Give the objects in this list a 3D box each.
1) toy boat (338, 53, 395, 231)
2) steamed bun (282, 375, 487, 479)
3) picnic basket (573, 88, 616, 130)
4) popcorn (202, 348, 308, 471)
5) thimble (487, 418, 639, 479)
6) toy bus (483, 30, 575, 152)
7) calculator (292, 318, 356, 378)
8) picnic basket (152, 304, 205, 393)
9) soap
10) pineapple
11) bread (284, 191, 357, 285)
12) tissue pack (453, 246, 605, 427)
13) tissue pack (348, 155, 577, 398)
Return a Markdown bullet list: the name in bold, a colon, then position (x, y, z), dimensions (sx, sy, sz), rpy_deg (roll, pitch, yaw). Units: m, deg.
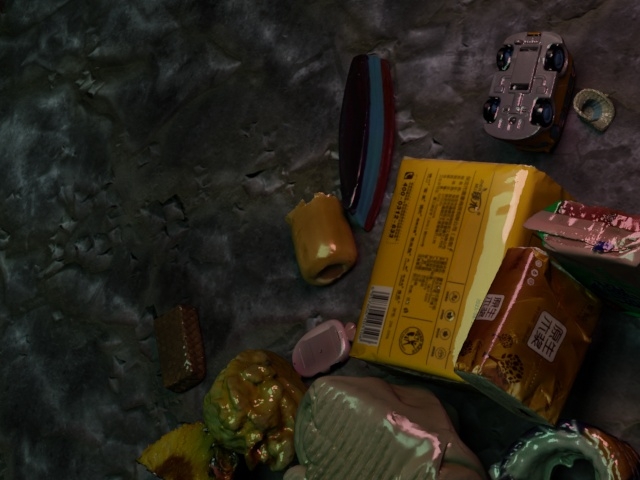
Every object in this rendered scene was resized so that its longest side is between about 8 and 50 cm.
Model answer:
- **toy boat**: position (0.088, -0.212, 2.028), dimensions (0.136, 0.079, 0.392), rpy_deg (-12, 63, 35)
- **steamed bun**: position (0.120, 0.392, 1.635), dimensions (0.367, 0.255, 0.342), rpy_deg (42, 117, 28)
- **picnic basket**: position (0.492, -0.236, 1.726), dimensions (0.065, 0.083, 0.083), rpy_deg (-50, 5, -8)
- **popcorn**: position (-0.116, 0.334, 1.857), dimensions (0.192, 0.233, 0.266), rpy_deg (-45, 33, 26)
- **thimble**: position (0.389, 0.394, 1.507), dimensions (0.237, 0.150, 0.237), rpy_deg (-15, 65, 34)
- **toy bus**: position (0.391, -0.264, 1.772), dimensions (0.126, 0.136, 0.209), rpy_deg (8, 78, 39)
- **calculator**: position (0.009, 0.216, 1.943), dimensions (0.166, 0.024, 0.103), rpy_deg (-34, 55, 23)
- **picnic basket**: position (-0.319, 0.239, 2.163), dimensions (0.110, 0.055, 0.193), rpy_deg (-30, 55, 24)
- **soap**: position (0.468, 0.033, 1.507), dimensions (0.218, 0.273, 0.098), rpy_deg (20, 79, 41)
- **pineapple**: position (-0.218, 0.459, 1.942), dimensions (0.161, 0.158, 0.334), rpy_deg (-53, 23, -22)
- **bread**: position (-0.001, -0.001, 1.996), dimensions (0.134, 0.085, 0.173), rpy_deg (-32, 56, 24)
- **tissue pack**: position (0.324, 0.146, 1.494), dimensions (0.092, 0.183, 0.226), rpy_deg (2, 59, 60)
- **tissue pack**: position (0.250, 0.068, 1.688), dimensions (0.293, 0.228, 0.382), rpy_deg (7, 78, 40)
